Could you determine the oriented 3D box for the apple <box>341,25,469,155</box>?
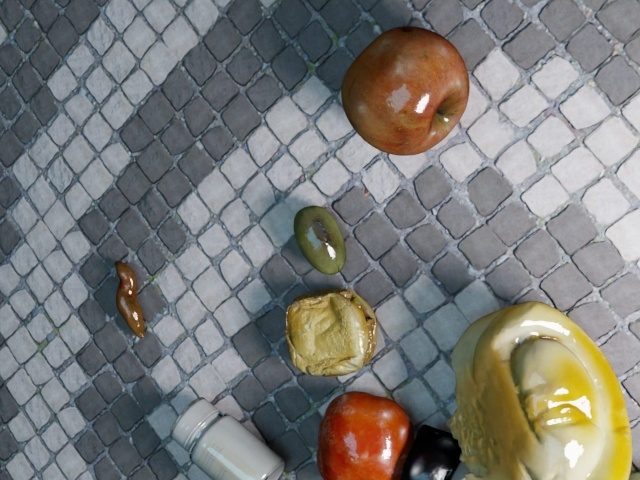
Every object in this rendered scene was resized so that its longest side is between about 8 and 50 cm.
[{"bbox_3d":[0.164,-0.300,1.744,0.253,0.253,0.253,3,97,25],"label":"apple"}]

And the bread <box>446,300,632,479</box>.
[{"bbox_3d":[0.399,0.325,1.642,0.329,0.245,0.424,-12,75,6],"label":"bread"}]

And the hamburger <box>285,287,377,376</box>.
[{"bbox_3d":[0.024,0.205,1.928,0.214,0.108,0.214,2,95,24],"label":"hamburger"}]

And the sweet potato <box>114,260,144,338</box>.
[{"bbox_3d":[-0.478,0.148,2.186,0.055,0.058,0.202,-11,92,46],"label":"sweet potato"}]

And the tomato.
[{"bbox_3d":[0.095,0.443,1.877,0.232,0.188,0.232,4,100,24],"label":"tomato"}]

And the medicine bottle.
[{"bbox_3d":[-0.220,0.491,2.053,0.258,0.143,0.143,37,109,16],"label":"medicine bottle"}]

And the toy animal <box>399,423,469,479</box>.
[{"bbox_3d":[0.290,0.496,1.790,0.235,0.187,0.165,20,113,24],"label":"toy animal"}]

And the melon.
[{"bbox_3d":[0.000,0.000,1.924,0.099,0.099,0.162,-26,87,25],"label":"melon"}]

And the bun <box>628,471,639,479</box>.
[{"bbox_3d":[0.649,0.525,1.667,0.195,0.118,0.195,5,99,31],"label":"bun"}]
